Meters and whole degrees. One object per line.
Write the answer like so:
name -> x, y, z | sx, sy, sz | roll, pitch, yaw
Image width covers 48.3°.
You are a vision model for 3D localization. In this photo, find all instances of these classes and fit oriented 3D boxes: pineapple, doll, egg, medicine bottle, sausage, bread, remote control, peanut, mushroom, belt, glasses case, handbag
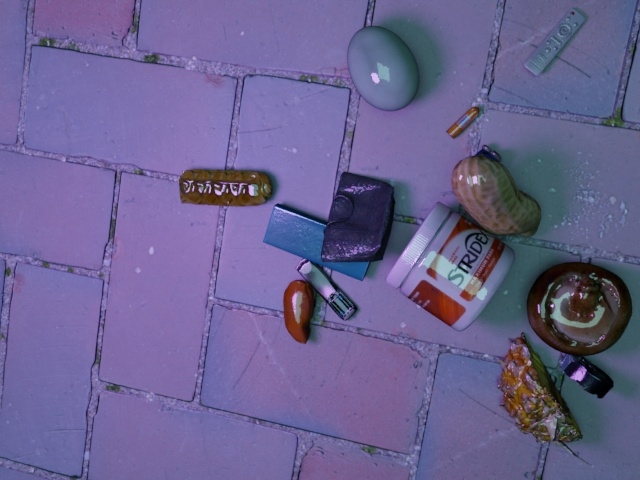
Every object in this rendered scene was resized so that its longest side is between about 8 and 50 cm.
pineapple -> 0.550, 0.431, 1.855 | 0.161, 0.158, 0.335 | -28, 91, 14
doll -> 0.400, -0.175, 1.855 | 0.152, 0.085, 0.114 | -50, 51, 3
egg -> 0.159, -0.441, 1.829 | 0.168, 0.168, 0.231 | -31, 86, 14
medicine bottle -> 0.328, 0.068, 1.811 | 0.240, 0.252, 0.253 | 33, 102, 7
sausage -> -0.060, 0.198, 1.994 | 0.089, 0.089, 0.179 | 1, 93, 12
bread -> -0.264, -0.148, 1.995 | 0.269, 0.098, 0.087 | 2, 139, 11
sausage -> 0.378, -0.313, 1.869 | 0.107, 0.031, 0.031 | -43, 87, 13
remote control -> 0.016, 0.134, 1.999 | 0.059, 0.028, 0.212 | -45, 87, 14
peanut -> 0.442, -0.102, 1.773 | 0.140, 0.325, 0.153 | -22, 52, 39
mushroom -> 0.653, 0.172, 1.805 | 0.253, 0.153, 0.253 | 1, 94, 12
belt -> 0.688, 0.344, 1.841 | 0.140, 0.105, 0.058 | 39, 108, 31
glasses case -> 0.000, 0.001, 1.971 | 0.300, 0.070, 0.117 | 22, 106, 7
remote control -> 0.591, -0.500, 1.806 | 0.050, 0.027, 0.184 | 40, 98, 4
handbag -> 0.102, -0.055, 1.894 | 0.175, 0.089, 0.271 | 9, 67, 15
